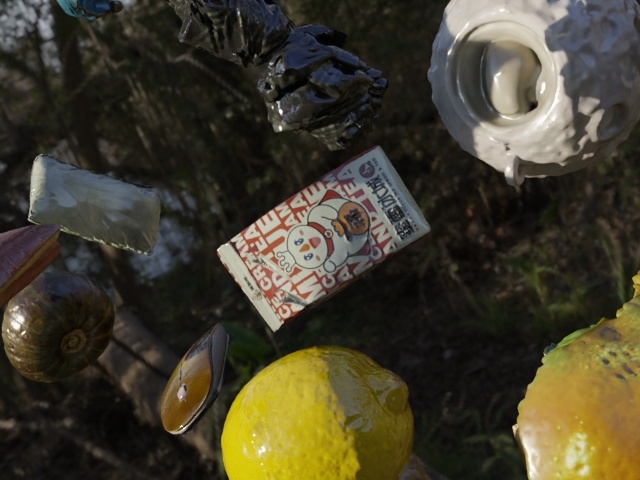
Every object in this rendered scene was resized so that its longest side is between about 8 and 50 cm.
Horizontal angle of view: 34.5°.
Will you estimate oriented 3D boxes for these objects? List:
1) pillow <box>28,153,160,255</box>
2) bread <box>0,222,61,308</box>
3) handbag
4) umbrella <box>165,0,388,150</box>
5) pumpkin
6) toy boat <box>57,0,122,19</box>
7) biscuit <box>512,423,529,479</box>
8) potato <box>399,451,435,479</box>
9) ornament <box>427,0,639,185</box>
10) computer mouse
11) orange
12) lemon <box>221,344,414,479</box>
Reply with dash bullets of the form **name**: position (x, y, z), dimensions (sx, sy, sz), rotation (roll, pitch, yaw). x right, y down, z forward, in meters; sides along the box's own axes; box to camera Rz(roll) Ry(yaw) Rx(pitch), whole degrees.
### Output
- **pillow**: position (-0.374, -0.059, 1.723), dimensions (0.051, 0.229, 0.128), rotation (-32, 47, 50)
- **bread**: position (-0.412, 0.039, 1.287), dimensions (0.119, 0.067, 0.192), rotation (-11, 20, 15)
- **handbag**: position (0.000, 0.000, 1.595), dimensions (0.298, 0.171, 0.151), rotation (-31, -4, -12)
- **umbrella**: position (-0.080, -0.224, 1.232), dimensions (0.128, 0.336, 0.154), rotation (-29, 42, 58)
- **pumpkin**: position (-0.497, 0.150, 1.948), dimensions (0.219, 0.219, 0.162), rotation (-30, 40, -23)
- **toy boat**: position (-0.390, -0.416, 1.738), dimensions (0.077, 0.075, 0.185), rotation (0, -5, 2)
- **biscuit**: position (0.403, 0.411, 1.704), dimensions (0.040, 0.205, 0.309), rotation (-16, 2, -7)
- **potato**: position (0.135, 0.455, 1.727), dimensions (0.165, 0.262, 0.165), rotation (-33, 6, 4)
- **ornament**: position (0.336, -0.262, 1.568), dimensions (0.337, 0.337, 0.337), rotation (-23, 13, 6)
- **computer mouse**: position (-0.245, 0.264, 2.027), dimensions (0.158, 0.072, 0.310), rotation (-50, 13, 15)
- **orange**: position (0.298, 0.170, 0.901), dimensions (0.334, 0.263, 0.196), rotation (-26, 17, -35)
- **lemon**: position (-0.003, 0.258, 1.371), dimensions (0.288, 0.233, 0.233), rotation (-31, 10, 21)
